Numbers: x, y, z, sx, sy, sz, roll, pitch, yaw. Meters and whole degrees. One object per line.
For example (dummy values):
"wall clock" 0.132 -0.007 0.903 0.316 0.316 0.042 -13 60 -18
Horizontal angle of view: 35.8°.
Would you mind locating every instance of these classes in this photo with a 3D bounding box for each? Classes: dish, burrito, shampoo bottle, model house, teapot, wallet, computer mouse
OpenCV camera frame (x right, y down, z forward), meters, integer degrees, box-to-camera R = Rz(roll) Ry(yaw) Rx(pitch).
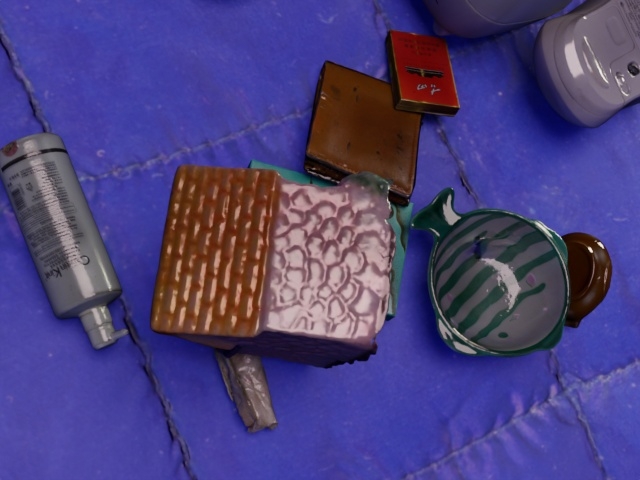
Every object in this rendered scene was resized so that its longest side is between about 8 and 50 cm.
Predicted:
"dish" 0.214 0.050 1.307 0.224 0.078 0.246 -41 88 -20
"burrito" -0.093 0.163 1.208 0.055 0.041 0.149 -17 77 -24
"shampoo bottle" -0.302 0.005 1.173 0.085 0.085 0.263 -21 81 -20
"model house" -0.065 0.027 1.108 0.237 0.237 0.202 9 78 -12
"teapot" 0.348 0.054 1.353 0.098 0.078 0.129 8 80 28
"wallet" 0.058 -0.146 1.325 0.160 0.042 0.196 20 51 -14
"computer mouse" 0.413 -0.263 1.438 0.297 0.121 0.184 -35 95 -36

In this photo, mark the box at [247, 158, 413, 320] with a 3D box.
"box" 0.000 0.000 1.282 0.226 0.042 0.161 15 72 -10

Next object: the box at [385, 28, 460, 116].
"box" 0.141 -0.234 1.380 0.090 0.023 0.133 6 56 -15

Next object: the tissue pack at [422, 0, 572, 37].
"tissue pack" 0.220 -0.450 1.381 0.229 0.236 0.333 -20 79 -35
